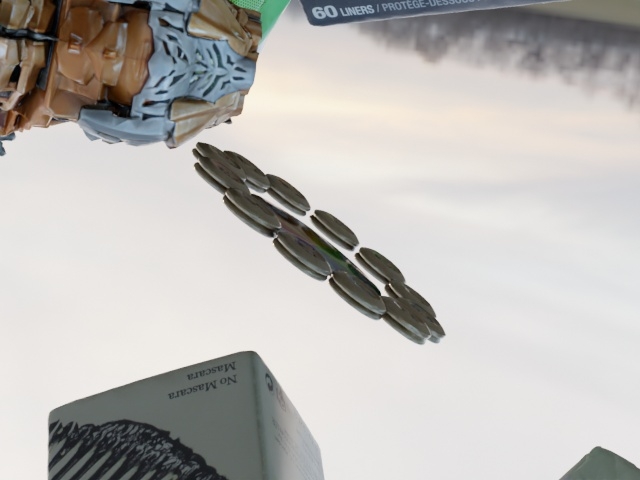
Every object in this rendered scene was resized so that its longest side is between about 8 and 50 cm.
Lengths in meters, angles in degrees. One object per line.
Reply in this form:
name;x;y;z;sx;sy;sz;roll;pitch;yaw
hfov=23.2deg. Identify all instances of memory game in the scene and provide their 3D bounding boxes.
memory game;0.000;0.000;0.913;0.186;0.012;0.186;36;-170;-7

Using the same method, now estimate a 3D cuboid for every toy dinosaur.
toy dinosaur;-0.182;-0.104;0.504;0.322;0.164;0.218;31;-168;-12

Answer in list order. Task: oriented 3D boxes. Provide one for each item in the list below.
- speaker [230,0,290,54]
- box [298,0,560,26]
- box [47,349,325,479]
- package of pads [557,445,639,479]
speaker;-0.052;-0.256;1.088;0.131;0.296;0.131;24;-170;-4
box;0.039;-0.245;0.739;0.165;0.143;0.270;-5;147;17
box;-0.050;0.188;0.656;0.113;0.094;0.275;-18;-134;9
package of pads;0.266;0.287;0.948;0.101;0.229;0.296;-36;-137;-30
